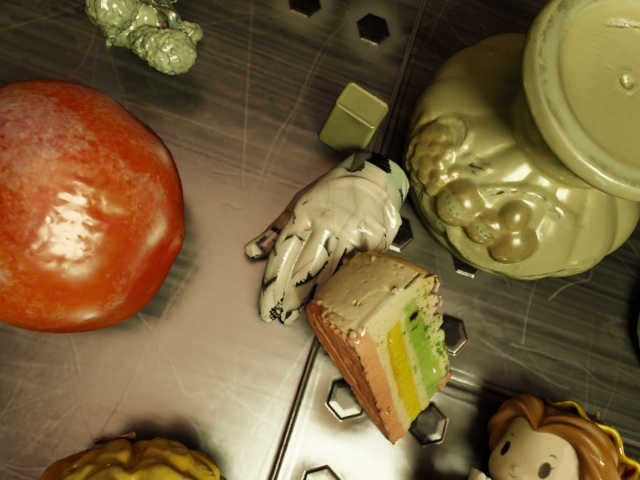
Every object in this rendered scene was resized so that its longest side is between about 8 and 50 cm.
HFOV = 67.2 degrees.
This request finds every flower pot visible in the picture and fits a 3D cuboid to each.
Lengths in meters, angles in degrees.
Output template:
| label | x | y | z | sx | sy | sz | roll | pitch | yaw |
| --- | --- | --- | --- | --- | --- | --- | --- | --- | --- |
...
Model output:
| label | x | y | z | sx | sy | sz | roll | pitch | yaw |
| --- | --- | --- | --- | --- | --- | --- | --- | --- | --- |
| flower pot | 0.253 | -0.114 | 0.523 | 0.308 | 0.244 | 0.307 | 2 | 77 | -9 |

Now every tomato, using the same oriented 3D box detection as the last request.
| label | x | y | z | sx | sy | sz | roll | pitch | yaw |
| --- | --- | --- | --- | --- | --- | --- | --- | --- | --- |
| tomato | -0.219 | -0.027 | 0.439 | 0.189 | 0.232 | 0.231 | 10 | 77 | -21 |

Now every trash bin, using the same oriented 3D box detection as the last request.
| label | x | y | z | sx | sy | sz | roll | pitch | yaw |
| --- | --- | --- | --- | --- | --- | --- | --- | --- | --- |
| trash bin | 0.038 | -0.139 | 0.567 | 0.061 | 0.092 | 0.043 | 33 | 77 | -1 |

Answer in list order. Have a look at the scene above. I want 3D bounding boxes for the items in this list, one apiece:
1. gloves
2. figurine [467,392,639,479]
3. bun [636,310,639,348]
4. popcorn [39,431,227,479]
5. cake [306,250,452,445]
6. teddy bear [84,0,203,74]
| label | x | y | z | sx | sy | sz | roll | pitch | yaw |
| --- | --- | --- | --- | --- | --- | --- | --- | --- | --- |
| gloves | 0.004 | -0.001 | 0.529 | 0.128 | 0.111 | 0.212 | 39 | 67 | -5 |
| figurine | 0.212 | 0.272 | 0.491 | 0.263 | 0.142 | 0.189 | -47 | 121 | -16 |
| bun | 0.508 | 0.119 | 0.578 | 0.213 | 0.126 | 0.203 | -17 | 80 | -12 |
| popcorn | -0.166 | 0.294 | 0.400 | 0.251 | 0.190 | 0.249 | 0 | 70 | 0 |
| cake | 0.068 | 0.110 | 0.502 | 0.109 | 0.225 | 0.090 | -42 | 45 | -20 |
| teddy bear | -0.201 | -0.277 | 0.558 | 0.111 | 0.133 | 0.212 | -16 | 54 | 29 |
